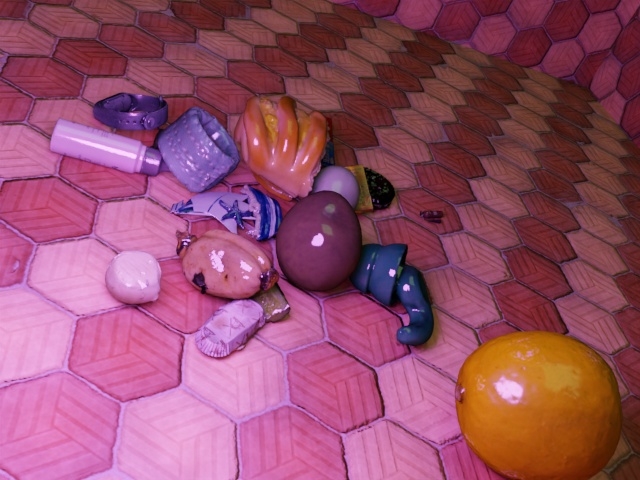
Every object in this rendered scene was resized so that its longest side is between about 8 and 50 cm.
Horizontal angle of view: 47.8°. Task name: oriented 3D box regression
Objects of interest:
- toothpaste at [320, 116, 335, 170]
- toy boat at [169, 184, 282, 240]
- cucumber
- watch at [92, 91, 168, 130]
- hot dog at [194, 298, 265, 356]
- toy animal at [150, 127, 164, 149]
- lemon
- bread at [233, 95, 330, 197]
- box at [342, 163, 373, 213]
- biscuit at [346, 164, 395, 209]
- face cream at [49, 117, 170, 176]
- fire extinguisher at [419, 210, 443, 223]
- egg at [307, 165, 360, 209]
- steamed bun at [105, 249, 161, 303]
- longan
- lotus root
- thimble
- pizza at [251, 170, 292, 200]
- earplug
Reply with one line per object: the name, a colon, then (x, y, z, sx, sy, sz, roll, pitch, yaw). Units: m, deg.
toothpaste: (0.002, -0.291, 2.291, 0.066, 0.076, 0.320, 13, 35, -12)
toy boat: (-0.225, -0.063, 1.860, 0.292, 0.070, 0.210, -14, 45, -38)
cucumber: (-0.141, 0.104, 1.694, 0.078, 0.062, 0.211, -33, 61, -1)
watch: (-0.519, -0.362, 2.026, 0.193, 0.068, 0.206, 16, 28, 20)
hot dog: (-0.195, 0.188, 1.552, 0.099, 0.053, 0.192, 32, 37, 12)
toy animal: (-0.442, -0.275, 2.000, 0.047, 0.065, 0.135, 16, 22, -15)
lemon: (0.451, 0.348, 1.509, 0.348, 0.347, 0.348, 17, 35, -12)
bread: (-0.100, -0.285, 1.970, 0.270, 0.211, 0.315, 34, 18, -14)
box: (0.099, -0.151, 2.139, 0.089, 0.022, 0.156, -8, 63, -1)
biscuit: (0.139, -0.164, 2.228, 0.195, 0.053, 0.194, 17, 35, -12)
face cream: (-0.528, -0.230, 1.862, 0.312, 0.092, 0.092, 14, 36, -14)
fire extinguisher: (0.349, -0.072, 2.270, 0.100, 0.032, 0.046, -4, 78, -36)
egg: (0.035, -0.129, 2.032, 0.149, 0.149, 0.192, 25, 41, -1)
steamed bun: (-0.398, 0.084, 1.525, 0.113, 0.090, 0.130, 0, 40, -30)
longan: (0.000, 0.000, 1.750, 0.248, 0.248, 0.248, 17, 35, -12)
lotus root: (-0.215, 0.058, 1.618, 0.257, 0.140, 0.154, 20, 46, 24)
thimble: (-0.314, -0.232, 1.896, 0.198, 0.143, 0.235, 37, 23, -46)
pizza: (-0.130, -0.181, 2.093, 0.178, 0.041, 0.131, 35, 38, 14)
earplug: (0.174, 0.127, 1.814, 0.280, 0.164, 0.257, 23, 69, 16)
